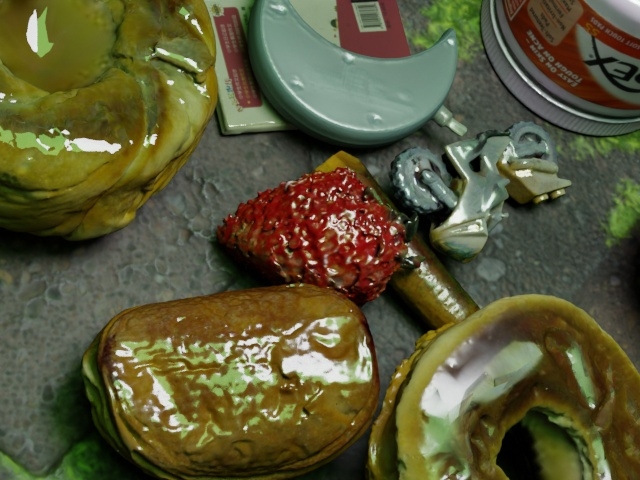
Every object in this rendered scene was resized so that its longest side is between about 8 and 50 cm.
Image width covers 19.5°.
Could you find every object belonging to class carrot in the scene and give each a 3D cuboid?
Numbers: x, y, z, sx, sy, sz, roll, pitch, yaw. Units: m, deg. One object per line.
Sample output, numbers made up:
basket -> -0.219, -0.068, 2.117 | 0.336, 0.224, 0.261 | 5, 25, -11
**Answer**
carrot -> 0.102, 0.042, 1.883 | 0.066, 0.066, 0.314 | -37, 85, -29

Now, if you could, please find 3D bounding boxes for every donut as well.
donut -> -0.278, -0.166, 1.790 | 0.360, 0.170, 0.360 | 10, 57, -16
donut -> 0.180, 0.222, 1.752 | 0.330, 0.160, 0.330 | 14, 65, -32

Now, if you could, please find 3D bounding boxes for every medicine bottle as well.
medicine bottle -> 0.330, -0.274, 2.005 | 0.252, 0.241, 0.252 | 7, 64, -15

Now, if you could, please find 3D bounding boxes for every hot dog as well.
hot dog -> -0.087, 0.132, 1.738 | 0.272, 0.122, 0.196 | -10, 69, -13

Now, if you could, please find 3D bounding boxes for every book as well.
book -> -0.011, -0.194, 1.975 | 0.232, 0.022, 0.162 | -6, 68, -22

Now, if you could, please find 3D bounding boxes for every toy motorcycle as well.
toy motorcycle -> 0.171, -0.049, 1.935 | 0.229, 0.094, 0.130 | -15, 75, -38

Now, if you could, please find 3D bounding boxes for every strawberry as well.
strawberry -> 0.004, -0.001, 1.819 | 0.192, 0.085, 0.140 | 32, 99, -2

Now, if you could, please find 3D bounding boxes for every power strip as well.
power strip -> 0.041, -0.175, 1.940 | 0.253, 0.054, 0.167 | 18, 68, -13
